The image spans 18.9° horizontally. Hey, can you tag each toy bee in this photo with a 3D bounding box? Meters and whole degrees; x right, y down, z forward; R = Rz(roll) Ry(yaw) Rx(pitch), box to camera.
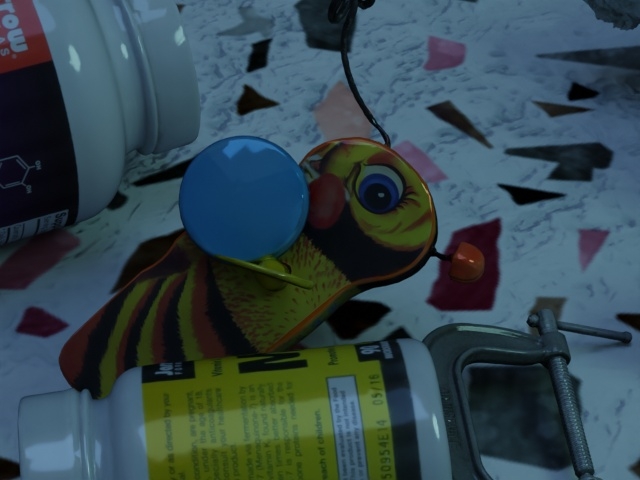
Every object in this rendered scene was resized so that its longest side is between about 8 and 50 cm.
[{"bbox_3d":[0.000,0.000,1.055,0.162,0.298,0.195,37,21,8],"label":"toy bee"}]

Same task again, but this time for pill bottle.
[{"bbox_3d":[-0.043,0.117,0.980,0.208,0.119,0.119,-6,40,-5],"label":"pill bottle"},{"bbox_3d":[-0.245,-0.076,1.169,0.323,0.181,0.181,-18,43,-17],"label":"pill bottle"}]

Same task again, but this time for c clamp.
[{"bbox_3d":[0.120,0.094,1.053,0.137,0.022,0.160,12,44,-14],"label":"c clamp"}]

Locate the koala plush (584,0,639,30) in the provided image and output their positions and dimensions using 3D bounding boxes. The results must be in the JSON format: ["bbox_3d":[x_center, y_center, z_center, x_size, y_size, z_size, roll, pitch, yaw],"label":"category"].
[{"bbox_3d":[0.290,-0.148,1.243,0.196,0.203,0.221,-16,29,-19],"label":"koala plush"}]
